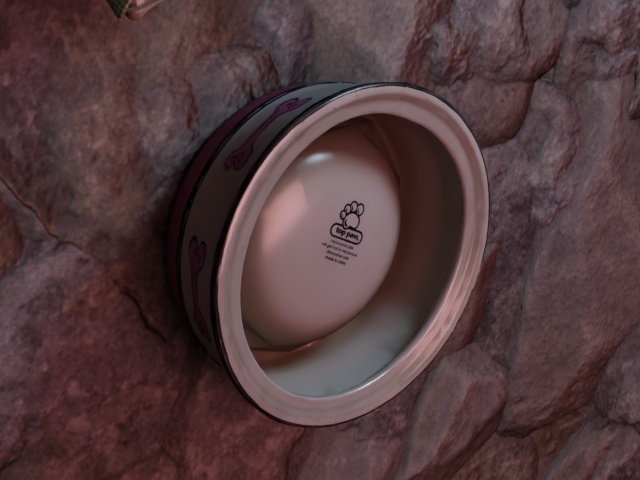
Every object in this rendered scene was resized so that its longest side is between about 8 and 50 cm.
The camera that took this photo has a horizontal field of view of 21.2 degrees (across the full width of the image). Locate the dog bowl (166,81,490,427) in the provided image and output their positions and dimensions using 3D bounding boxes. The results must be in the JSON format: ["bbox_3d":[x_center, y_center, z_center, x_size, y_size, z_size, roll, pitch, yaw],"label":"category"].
[{"bbox_3d":[0.000,0.000,1.963,0.408,0.150,0.407,-18,118,-36],"label":"dog bowl"}]

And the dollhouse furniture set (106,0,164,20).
[{"bbox_3d":[-0.125,-0.367,1.639,0.302,0.197,0.151,-30,142,-27],"label":"dollhouse furniture set"}]
